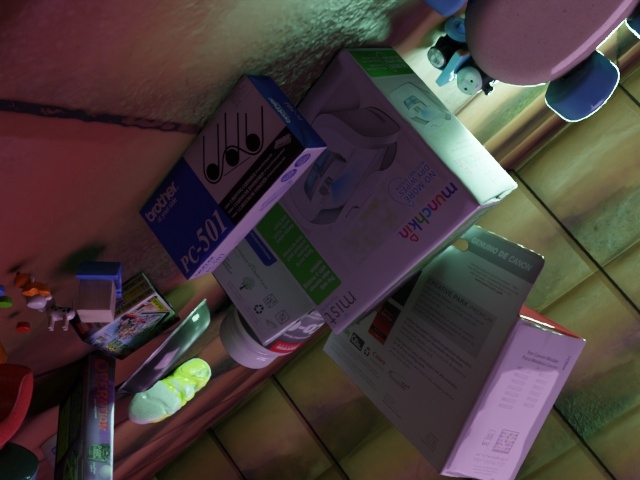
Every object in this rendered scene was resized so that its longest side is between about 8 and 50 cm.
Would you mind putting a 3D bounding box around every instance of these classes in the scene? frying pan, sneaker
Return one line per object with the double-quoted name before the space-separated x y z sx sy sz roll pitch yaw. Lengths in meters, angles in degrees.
"frying pan" -0.292 0.221 1.051 0.326 0.053 0.197 -47 -177 4
"sneaker" -0.363 0.371 1.510 0.240 0.091 0.126 -25 163 -49

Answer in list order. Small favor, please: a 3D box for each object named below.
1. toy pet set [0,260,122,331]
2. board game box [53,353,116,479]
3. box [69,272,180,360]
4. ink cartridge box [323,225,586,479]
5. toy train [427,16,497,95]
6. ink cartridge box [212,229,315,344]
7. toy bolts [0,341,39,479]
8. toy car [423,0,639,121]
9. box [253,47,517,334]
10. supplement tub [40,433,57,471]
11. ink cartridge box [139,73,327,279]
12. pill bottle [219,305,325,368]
"toy pet set" -0.274 0.047 0.687 0.114 0.065 0.122 1 153 -11
"board game box" -0.366 0.376 0.982 0.056 0.346 0.208 9 141 -26
"box" -0.275 0.116 0.939 0.114 0.036 0.207 -35 168 -12
"ink cartridge box" 0.172 0.111 0.858 0.130 0.309 0.271 20 99 -31
"toy train" 0.225 -0.254 0.853 0.184 0.105 0.080 -32 166 -29
"ink cartridge box" 0.000 0.000 0.998 0.333 0.165 0.065 -35 171 -10
"toy bolts" -0.318 0.182 0.536 0.229 0.158 0.218 0 -169 21
"toy car" 0.253 -0.292 0.701 0.210 0.219 0.238 -46 -166 35
"box" 0.055 -0.058 0.787 0.127 0.231 0.262 -23 162 -52
"supplement tub" -0.511 0.445 1.310 0.071 0.107 0.071 -37 169 -9
"ink cartridge box" -0.095 -0.060 0.659 0.207 0.097 0.046 -45 166 29
"pill bottle" -0.070 0.127 1.278 0.283 0.161 0.161 -46 166 31
